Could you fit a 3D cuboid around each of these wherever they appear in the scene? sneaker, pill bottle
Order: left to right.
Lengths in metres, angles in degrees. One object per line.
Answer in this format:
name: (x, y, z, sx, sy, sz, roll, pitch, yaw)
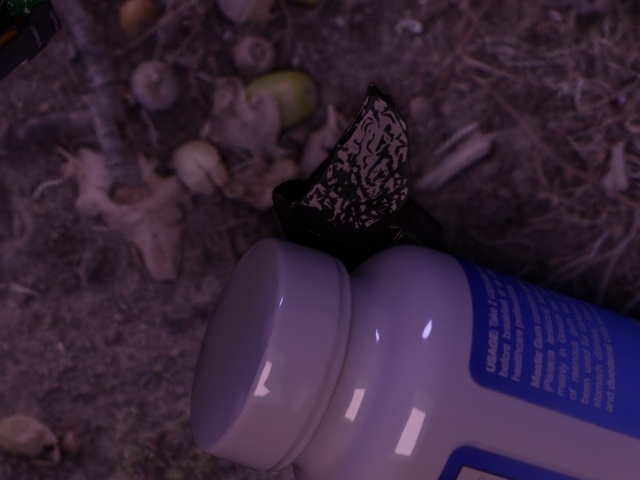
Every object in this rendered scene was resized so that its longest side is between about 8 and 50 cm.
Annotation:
sneaker: (0.000, 0.001, 0.815, 0.170, 0.051, 0.089, -42, 102, 15)
pill bottle: (0.078, 0.090, 0.753, 0.272, 0.152, 0.152, 19, 113, -18)

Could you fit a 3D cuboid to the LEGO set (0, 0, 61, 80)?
LEGO set: (-0.284, -0.161, 0.703, 0.255, 0.192, 0.331, -8, 110, 9)
